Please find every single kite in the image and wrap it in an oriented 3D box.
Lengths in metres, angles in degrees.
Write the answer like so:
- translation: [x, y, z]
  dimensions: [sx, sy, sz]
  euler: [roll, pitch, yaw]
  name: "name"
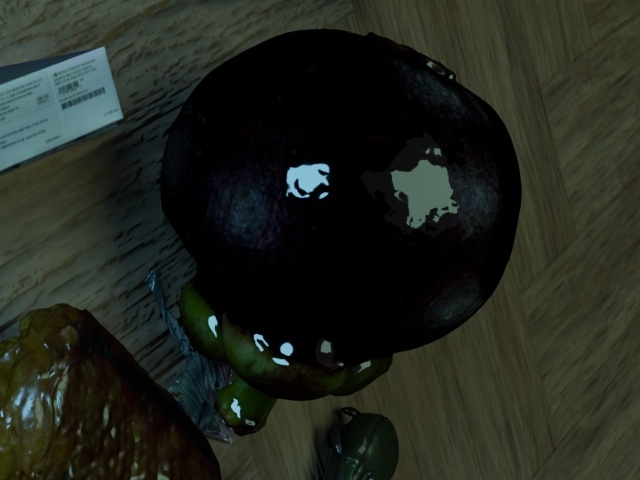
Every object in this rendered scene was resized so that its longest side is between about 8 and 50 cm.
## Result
- translation: [-0.094, 0.087, 1.367]
  dimensions: [0.156, 0.011, 0.139]
  euler: [66, 32, -28]
  name: "kite"

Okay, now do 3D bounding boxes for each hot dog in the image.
- translation: [-0.144, 0.134, 1.187]
  dimensions: [0.227, 0.099, 0.160]
  euler: [52, 43, -42]
  name: "hot dog"

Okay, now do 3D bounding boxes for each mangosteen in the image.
- translation: [0.000, 0.000, 1.336]
  dimensions: [0.275, 0.275, 0.302]
  euler: [12, 104, -57]
  name: "mangosteen"

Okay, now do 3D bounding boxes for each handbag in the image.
- translation: [0.027, 0.185, 1.504]
  dimensions: [0.072, 0.047, 0.111]
  euler: [63, 36, -38]
  name: "handbag"

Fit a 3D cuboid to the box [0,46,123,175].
- translation: [-0.207, -0.068, 1.096]
  dimensions: [0.130, 0.129, 0.051]
  euler: [-31, 111, -57]
  name: "box"
